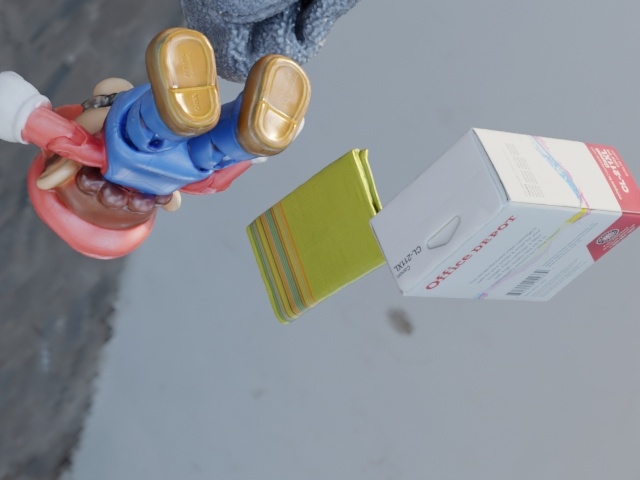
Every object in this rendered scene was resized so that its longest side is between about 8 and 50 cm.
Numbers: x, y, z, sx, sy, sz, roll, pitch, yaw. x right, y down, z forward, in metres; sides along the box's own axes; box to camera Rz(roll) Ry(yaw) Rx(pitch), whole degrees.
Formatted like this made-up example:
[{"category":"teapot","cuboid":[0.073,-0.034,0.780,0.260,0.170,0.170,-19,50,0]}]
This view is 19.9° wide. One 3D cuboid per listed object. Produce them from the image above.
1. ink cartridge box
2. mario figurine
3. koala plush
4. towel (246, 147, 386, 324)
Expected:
[{"category":"ink cartridge box","cuboid":[0.145,-0.017,1.395,0.175,0.072,0.127,4,143,-45]},{"category":"mario figurine","cuboid":[-0.144,-0.105,1.481,0.170,0.198,0.320,-50,-164,-32]},{"category":"koala plush","cuboid":[-0.094,-0.250,1.503,0.221,0.196,0.203,24,110,-34]},{"category":"towel","cuboid":[0.000,0.000,1.621,0.021,0.102,0.237,-16,171,-28]}]
